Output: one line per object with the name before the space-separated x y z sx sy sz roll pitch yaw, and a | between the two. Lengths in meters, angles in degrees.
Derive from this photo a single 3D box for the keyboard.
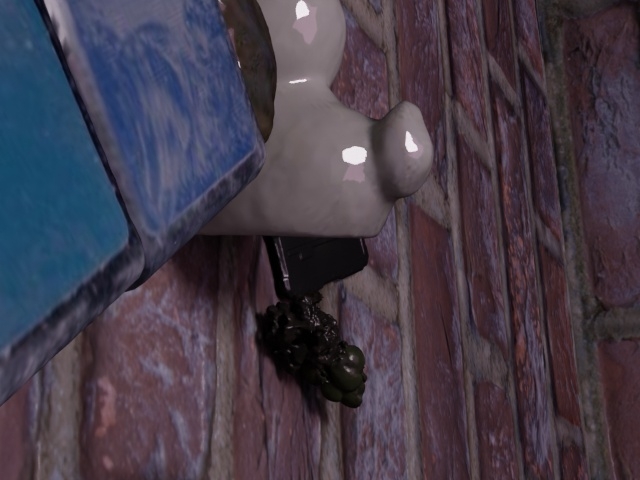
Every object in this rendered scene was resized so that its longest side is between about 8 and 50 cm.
keyboard | -0.001 0.000 1.362 0.262 0.016 0.106 -20 98 -67

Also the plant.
plant | -0.002 0.116 1.239 0.085 0.087 0.174 -56 132 -19

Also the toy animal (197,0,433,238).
toy animal | -0.027 -0.175 1.101 0.196 0.241 0.367 5 75 -68

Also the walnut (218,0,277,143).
walnut | -0.136 -0.137 0.898 0.224 0.224 0.224 -12 90 -67

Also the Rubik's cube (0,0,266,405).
Rubik's cube | -0.244 -0.091 0.472 0.313 0.316 0.318 -50 127 -61
